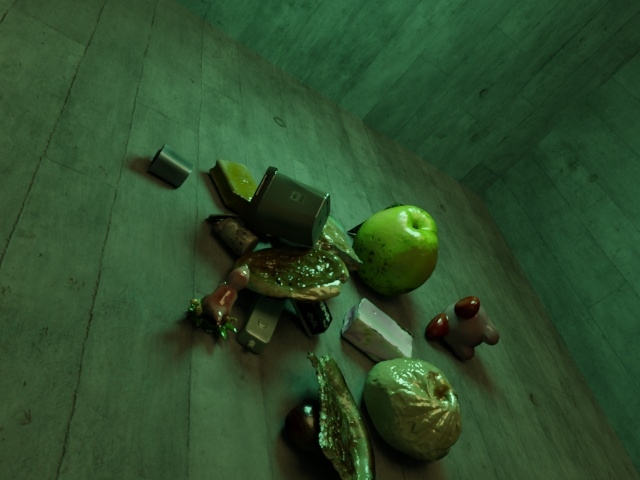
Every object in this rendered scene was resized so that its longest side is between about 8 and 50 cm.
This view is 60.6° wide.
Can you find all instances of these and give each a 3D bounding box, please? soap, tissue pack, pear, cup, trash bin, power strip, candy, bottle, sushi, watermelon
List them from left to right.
[{"bbox_3d":[-0.519,-0.268,1.913,0.129,0.095,0.128,34,27,-22],"label":"cup"},{"bbox_3d":[-0.291,-0.020,1.864,0.152,0.099,0.099,39,27,14],"label":"bottle"},{"bbox_3d":[-0.304,-0.185,2.084,0.160,0.080,0.257,5,46,-50],"label":"soap"},{"bbox_3d":[-0.170,0.217,1.738,0.091,0.062,0.385,35,29,-9],"label":"power strip"},{"bbox_3d":[-0.110,-0.105,1.890,0.250,0.219,0.219,20,67,10],"label":"trash bin"},{"bbox_3d":[-0.033,0.221,1.828,0.170,0.091,0.103,66,24,-12],"label":"tissue pack"},{"bbox_3d":[-0.012,0.006,2.079,0.264,0.151,0.302,29,23,-37],"label":"watermelon"},{"bbox_3d":[0.210,0.345,1.989,0.265,0.116,0.155,39,30,-10],"label":"candy"},{"bbox_3d":[0.312,-0.060,2.501,0.264,0.290,0.050,13,54,-45],"label":"sushi"},{"bbox_3d":[0.324,0.028,2.300,0.391,0.391,0.391,31,31,-21],"label":"pear"}]

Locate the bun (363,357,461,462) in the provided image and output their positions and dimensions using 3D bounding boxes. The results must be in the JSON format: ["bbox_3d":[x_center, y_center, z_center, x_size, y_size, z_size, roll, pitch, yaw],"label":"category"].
[{"bbox_3d":[0.316,0.518,1.766,0.349,0.227,0.352,50,24,15],"label":"bun"}]

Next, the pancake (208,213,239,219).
[{"bbox_3d":[-0.335,-0.083,1.909,0.108,0.108,0.017,3,87,-50],"label":"pancake"}]

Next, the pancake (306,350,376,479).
[{"bbox_3d":[0.063,0.502,1.543,0.305,0.067,0.426,55,16,-38],"label":"pancake"}]

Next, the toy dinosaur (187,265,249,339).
[{"bbox_3d":[-0.265,0.178,1.548,0.152,0.177,0.194,42,30,-1],"label":"toy dinosaur"}]

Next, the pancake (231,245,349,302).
[{"bbox_3d":[-0.086,0.101,1.778,0.382,0.071,0.382,4,22,-2],"label":"pancake"}]

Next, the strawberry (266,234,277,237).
[{"bbox_3d":[-0.179,-0.075,2.087,0.140,0.085,0.192,54,46,-44],"label":"strawberry"}]

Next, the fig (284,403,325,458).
[{"bbox_3d":[-0.028,0.516,1.475,0.109,0.103,0.154,-29,64,-36],"label":"fig"}]

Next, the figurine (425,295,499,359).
[{"bbox_3d":[0.617,0.351,2.380,0.261,0.270,0.211,43,22,-20],"label":"figurine"}]
